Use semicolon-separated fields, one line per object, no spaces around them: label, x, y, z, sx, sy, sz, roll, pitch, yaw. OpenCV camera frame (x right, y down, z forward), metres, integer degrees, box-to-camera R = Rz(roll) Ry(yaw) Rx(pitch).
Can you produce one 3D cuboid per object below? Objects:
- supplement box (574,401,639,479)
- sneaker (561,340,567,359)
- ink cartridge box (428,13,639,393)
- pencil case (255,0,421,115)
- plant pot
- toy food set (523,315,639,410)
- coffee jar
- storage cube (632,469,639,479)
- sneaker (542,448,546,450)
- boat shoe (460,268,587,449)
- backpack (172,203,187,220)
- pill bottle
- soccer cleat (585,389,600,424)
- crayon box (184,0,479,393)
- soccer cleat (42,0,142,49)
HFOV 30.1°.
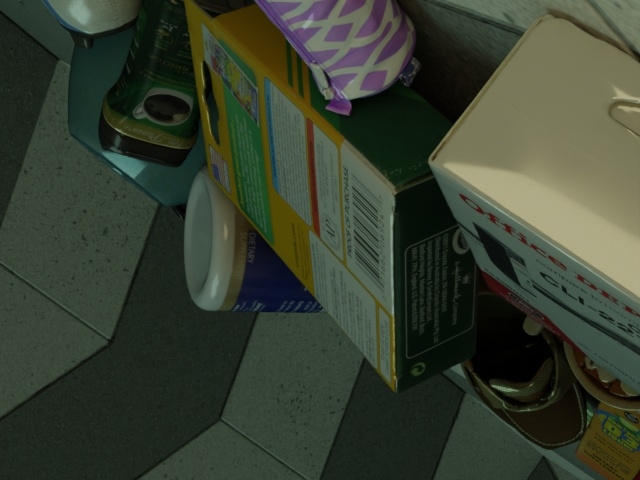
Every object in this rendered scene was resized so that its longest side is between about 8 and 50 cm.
supplement box;0.344;0.193;1.304;0.078;0.080;0.233;35;156;20
sneaker;0.239;0.064;1.038;0.267;0.106;0.101;35;176;38
ink cartridge box;0.195;0.004;0.742;0.197;0.114;0.273;36;174;23
pencil case;-0.016;-0.171;0.776;0.086;0.088;0.206;29;169;45
plant pot;-0.163;-0.153;1.312;0.290;0.195;0.290;36;175;4
toy food set;0.240;0.064;0.914;0.192;0.132;0.038;34;-166;39
coffee jar;-0.144;-0.158;1.125;0.096;0.184;0.079;14;-148;-23
storage cube;0.396;0.252;1.132;0.183;0.193;0.215;35;175;20
sneaker;0.268;0.221;1.539;0.084;0.058;0.152;31;-174;5
boat shoe;0.195;0.122;1.225;0.324;0.122;0.120;54;-164;-36
backpack;-0.078;-0.062;1.522;0.253;0.191;0.225;28;179;18
pill bottle;0.000;0.000;1.246;0.264;0.153;0.153;2;-173;-19
soccer cleat;0.321;0.185;1.523;0.289;0.093;0.121;31;155;33
crayon box;0.005;-0.059;0.958;0.323;0.083;0.203;47;152;41
soccer cleat;-0.270;-0.319;1.188;0.331;0.116;0.143;43;150;42
